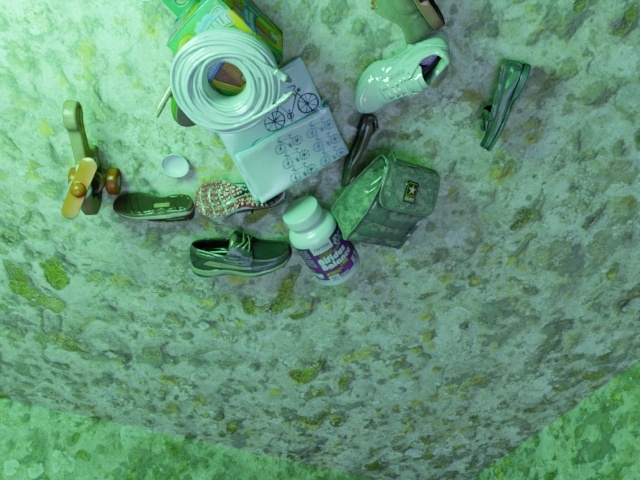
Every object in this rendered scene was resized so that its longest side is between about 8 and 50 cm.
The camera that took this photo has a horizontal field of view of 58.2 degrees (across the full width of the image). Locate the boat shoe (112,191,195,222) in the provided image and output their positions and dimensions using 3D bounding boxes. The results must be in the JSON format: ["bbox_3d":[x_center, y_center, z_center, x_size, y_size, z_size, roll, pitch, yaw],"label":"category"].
[{"bbox_3d":[-0.529,-0.092,1.842,0.257,0.095,0.095,3,152,4],"label":"boat shoe"}]

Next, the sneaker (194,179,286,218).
[{"bbox_3d":[-0.254,-0.128,1.818,0.299,0.121,0.112,-2,175,11],"label":"sneaker"}]

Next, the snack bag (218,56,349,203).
[{"bbox_3d":[-0.115,-0.311,1.641,0.323,0.037,0.343,-29,125,-3],"label":"snack bag"}]

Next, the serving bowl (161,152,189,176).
[{"bbox_3d":[-0.444,-0.235,1.760,0.083,0.027,0.083,-2,131,-2],"label":"serving bowl"}]

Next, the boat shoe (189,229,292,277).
[{"bbox_3d":[-0.276,0.042,1.949,0.355,0.132,0.130,-8,132,1],"label":"boat shoe"}]

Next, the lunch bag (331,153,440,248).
[{"bbox_3d":[0.216,-0.126,1.787,0.235,0.169,0.287,9,131,-35],"label":"lunch bag"}]

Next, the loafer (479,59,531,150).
[{"bbox_3d":[0.512,-0.392,1.661,0.084,0.096,0.268,21,122,4],"label":"loafer"}]

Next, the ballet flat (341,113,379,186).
[{"bbox_3d":[0.119,-0.268,1.740,0.058,0.084,0.250,11,124,-12],"label":"ballet flat"}]

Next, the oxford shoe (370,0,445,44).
[{"bbox_3d":[0.162,-0.618,1.404,0.130,0.123,0.348,-32,125,29],"label":"oxford shoe"}]

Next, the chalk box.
[{"bbox_3d":[-0.253,-0.520,1.420,0.180,0.179,0.289,-38,124,26],"label":"chalk box"}]

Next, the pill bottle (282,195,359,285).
[{"bbox_3d":[0.000,0.000,1.904,0.169,0.169,0.302,-22,129,15],"label":"pill bottle"}]

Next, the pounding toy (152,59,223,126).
[{"bbox_3d":[-0.368,-0.410,1.532,0.110,0.237,0.183,40,104,12],"label":"pounding toy"}]

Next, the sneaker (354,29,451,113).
[{"bbox_3d":[0.214,-0.437,1.545,0.305,0.152,0.114,-35,127,26],"label":"sneaker"}]

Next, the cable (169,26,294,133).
[{"bbox_3d":[-0.222,-0.380,1.369,0.257,0.089,0.257,-35,123,24],"label":"cable"}]

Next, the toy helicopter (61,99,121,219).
[{"bbox_3d":[-0.675,-0.220,1.619,0.140,0.235,0.355,1,131,-4],"label":"toy helicopter"}]
